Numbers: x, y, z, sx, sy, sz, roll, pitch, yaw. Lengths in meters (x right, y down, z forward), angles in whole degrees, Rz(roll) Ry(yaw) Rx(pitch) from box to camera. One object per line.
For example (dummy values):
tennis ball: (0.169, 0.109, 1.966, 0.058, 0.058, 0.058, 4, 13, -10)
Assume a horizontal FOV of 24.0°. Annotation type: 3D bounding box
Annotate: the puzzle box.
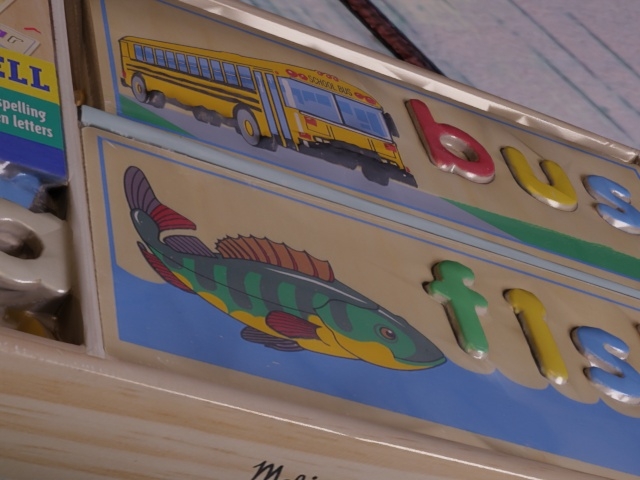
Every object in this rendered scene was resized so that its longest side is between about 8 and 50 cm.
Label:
puzzle box: (0.000, 0.000, 0.561, 0.409, 0.052, 0.272, 16, 31, -25)
